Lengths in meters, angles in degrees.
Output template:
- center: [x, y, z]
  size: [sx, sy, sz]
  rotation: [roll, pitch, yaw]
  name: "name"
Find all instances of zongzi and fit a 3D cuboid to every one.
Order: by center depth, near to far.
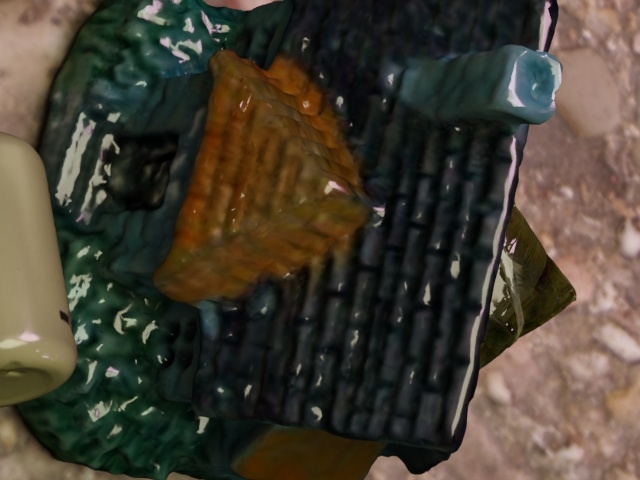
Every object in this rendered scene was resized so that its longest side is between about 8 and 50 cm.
- center: [0.075, 0.024, 1.119]
  size: [0.119, 0.055, 0.109]
  rotation: [-37, 104, -17]
  name: "zongzi"

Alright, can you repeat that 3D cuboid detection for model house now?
- center: [0.000, 0.000, 0.962]
  size: [0.226, 0.241, 0.261]
  rotation: [19, 77, -32]
  name: "model house"

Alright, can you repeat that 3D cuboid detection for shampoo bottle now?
- center: [-0.168, -0.004, 0.938]
  size: [0.079, 0.079, 0.162]
  rotation: [2, 64, -32]
  name: "shampoo bottle"
